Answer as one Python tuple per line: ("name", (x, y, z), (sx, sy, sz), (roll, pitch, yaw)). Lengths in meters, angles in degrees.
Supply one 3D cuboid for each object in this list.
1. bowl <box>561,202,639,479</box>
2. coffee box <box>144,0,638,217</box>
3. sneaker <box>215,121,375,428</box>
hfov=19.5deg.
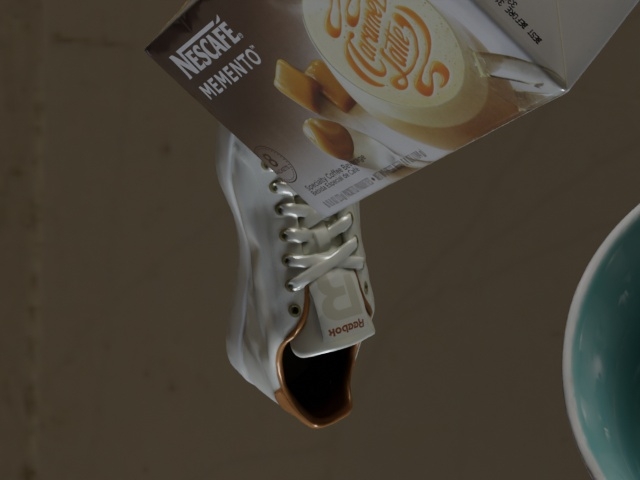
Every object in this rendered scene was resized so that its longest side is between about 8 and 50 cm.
("bowl", (0.318, 0.112, 1.246), (0.311, 0.311, 0.163), (61, -5, 24))
("coffee box", (0.031, -0.115, 0.913), (0.141, 0.098, 0.246), (44, -27, -11))
("sneaker", (0.000, 0.000, 1.277), (0.123, 0.106, 0.290), (43, -37, 46))
